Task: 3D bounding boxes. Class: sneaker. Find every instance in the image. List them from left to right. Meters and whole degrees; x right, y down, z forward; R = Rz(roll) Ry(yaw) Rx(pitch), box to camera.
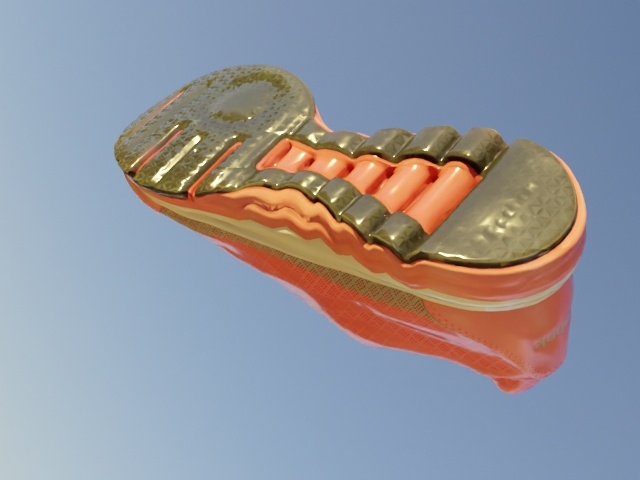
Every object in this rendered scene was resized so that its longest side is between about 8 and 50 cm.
[{"bbox_3d":[0.000,0.000,0.561,0.314,0.116,0.136,23,-36,38],"label":"sneaker"}]
